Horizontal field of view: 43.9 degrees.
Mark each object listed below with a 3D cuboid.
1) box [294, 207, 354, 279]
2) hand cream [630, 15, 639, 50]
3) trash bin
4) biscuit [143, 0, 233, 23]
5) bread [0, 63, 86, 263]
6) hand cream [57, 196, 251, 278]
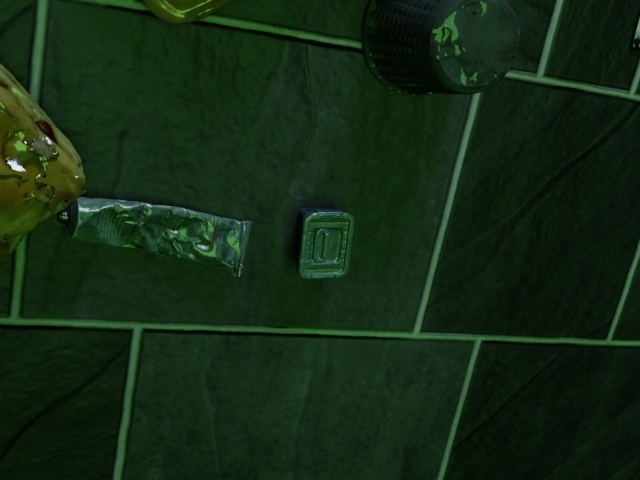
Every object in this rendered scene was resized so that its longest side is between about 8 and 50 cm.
[{"bbox_3d":[0.000,0.000,1.090,0.074,0.054,0.099,-1,111,-21],"label":"box"},{"bbox_3d":[0.536,-0.432,1.121,0.121,0.076,0.335,0,116,-15],"label":"hand cream"},{"bbox_3d":[0.158,-0.252,0.991,0.176,0.161,0.175,-7,114,-16],"label":"trash bin"},{"bbox_3d":[-0.113,-0.422,0.885,0.351,0.057,0.312,-22,117,-11],"label":"biscuit"},{"bbox_3d":[-0.442,-0.098,0.826,0.277,0.167,0.324,-36,117,-4],"label":"bread"},{"bbox_3d":[-0.207,-0.009,1.012,0.248,0.052,0.075,12,106,-24],"label":"hand cream"}]
